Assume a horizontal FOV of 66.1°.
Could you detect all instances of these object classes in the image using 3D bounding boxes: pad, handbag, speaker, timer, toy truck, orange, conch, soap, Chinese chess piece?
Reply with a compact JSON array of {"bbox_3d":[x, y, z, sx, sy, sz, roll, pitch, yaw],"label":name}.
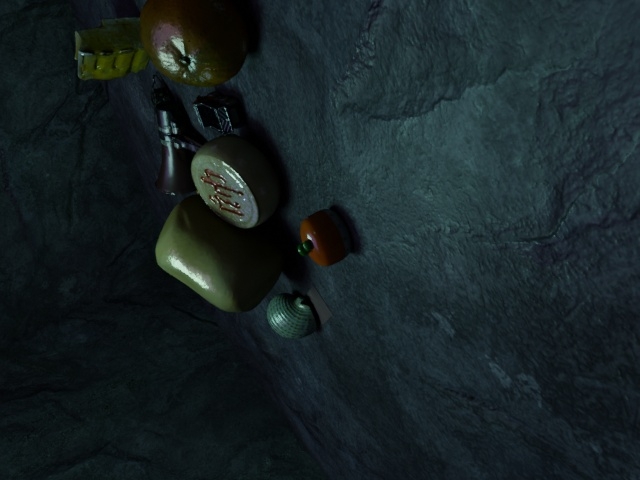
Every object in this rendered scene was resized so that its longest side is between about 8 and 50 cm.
[{"bbox_3d":[-0.014,0.217,1.585,0.113,0.006,0.188,57,157,12],"label":"pad"},{"bbox_3d":[-0.618,-0.570,1.886,0.115,0.072,0.139,152,102,-70],"label":"handbag"},{"bbox_3d":[-0.536,-0.327,1.848,0.259,0.198,0.330,-121,27,-42],"label":"speaker"},{"bbox_3d":[0.000,0.000,1.151,0.136,0.136,0.099,62,163,-2],"label":"timer"},{"bbox_3d":[-0.290,-0.359,1.382,0.192,0.092,0.083,34,146,49],"label":"toy truck"},{"bbox_3d":[-0.278,-0.442,1.079,0.240,0.171,0.240,8,149,5],"label":"orange"},{"bbox_3d":[-0.107,0.258,1.658,0.172,0.131,0.200,61,162,10],"label":"conch"},{"bbox_3d":[-0.762,-0.690,1.794,0.281,0.259,0.143,3,113,62],"label":"soap"},{"bbox_3d":[-0.236,-0.163,1.380,0.270,0.112,0.270,27,143,23],"label":"Chinese chess piece"}]

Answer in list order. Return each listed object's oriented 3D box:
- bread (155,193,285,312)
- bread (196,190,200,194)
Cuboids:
[{"bbox_3d":[-0.312,0.028,1.547,0.376,0.348,0.253,33,114,13],"label":"bread"},{"bbox_3d":[-0.517,-0.201,2.143,0.110,0.024,0.110,47,153,33],"label":"bread"}]
